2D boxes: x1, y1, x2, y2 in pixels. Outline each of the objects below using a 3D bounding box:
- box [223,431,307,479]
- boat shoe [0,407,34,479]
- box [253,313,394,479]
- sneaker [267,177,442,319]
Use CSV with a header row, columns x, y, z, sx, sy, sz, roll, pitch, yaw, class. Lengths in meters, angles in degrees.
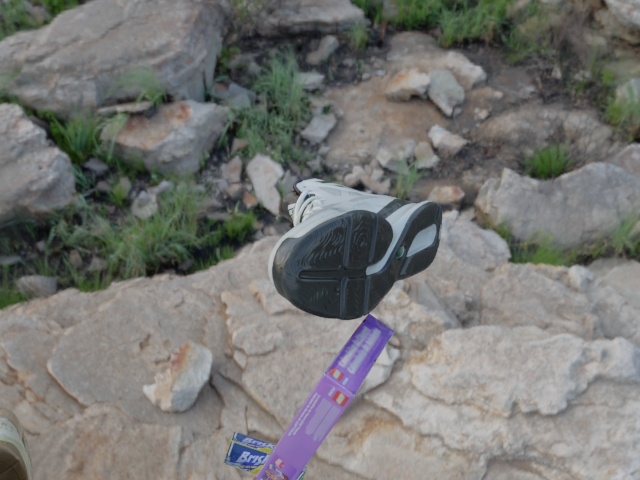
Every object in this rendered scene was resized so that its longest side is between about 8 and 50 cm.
x,y,z,sx,sy,sz,roll,pitch,yaw,class
-0.114,0.461,1.435,0.168,0.059,0.054,18,94,-1,box
-0.455,0.405,0.976,0.121,0.341,0.110,6,20,-18,boat shoe
0.000,0.275,1.094,0.057,0.293,0.201,34,29,8,box
0.000,0.001,1.129,0.257,0.169,0.447,14,16,31,sneaker
